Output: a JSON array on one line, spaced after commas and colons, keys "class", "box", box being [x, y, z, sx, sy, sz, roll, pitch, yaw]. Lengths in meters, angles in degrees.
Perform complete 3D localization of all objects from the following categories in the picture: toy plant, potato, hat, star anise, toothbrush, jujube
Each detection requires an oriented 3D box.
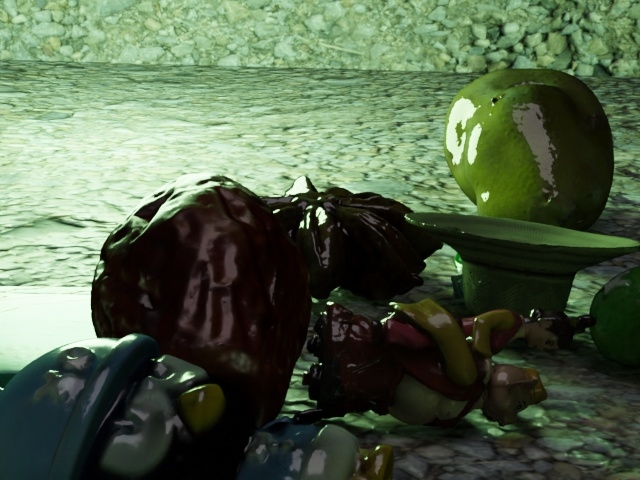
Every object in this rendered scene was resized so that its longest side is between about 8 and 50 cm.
[{"class": "toy plant", "box": [0.399, 0.062, 1.247, 0.218, 0.175, 0.235, -2, -12, -37]}, {"class": "potato", "box": [0.285, -0.107, 1.730, 0.218, 0.202, 0.351, 10, 28, -12]}, {"class": "hat", "box": [0.208, 0.040, 1.355, 0.252, 0.110, 0.252, 7, 7, -1]}, {"class": "star anise", "box": [-0.015, -0.003, 1.491, 0.315, 0.108, 0.315, -1, 18, 0]}, {"class": "toothbrush", "box": [0.177, 0.024, 1.561, 0.030, 0.030, 0.304, 5, 14, 9]}, {"class": "jujube", "box": [-0.101, 0.060, 1.133, 0.197, 0.197, 0.290, 0, 33, -7]}]

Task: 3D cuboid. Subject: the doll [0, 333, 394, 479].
[{"class": "doll", "box": [-0.109, 0.150, 0.908, 0.314, 0.141, 0.177, 11, 36, 11]}]

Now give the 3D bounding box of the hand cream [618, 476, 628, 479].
[{"class": "hand cream", "box": [0.296, 0.212, 0.889, 0.205, 0.050, 0.078, 14, 14, -7]}]

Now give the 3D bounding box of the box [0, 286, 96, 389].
[{"class": "box", "box": [-0.264, 0.098, 1.228, 0.162, 0.041, 0.229, 1, 17, -4]}]

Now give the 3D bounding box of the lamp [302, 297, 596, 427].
[{"class": "lamp", "box": [0.115, 0.110, 1.130, 0.253, 0.118, 0.118, 4, 17, -6]}]
